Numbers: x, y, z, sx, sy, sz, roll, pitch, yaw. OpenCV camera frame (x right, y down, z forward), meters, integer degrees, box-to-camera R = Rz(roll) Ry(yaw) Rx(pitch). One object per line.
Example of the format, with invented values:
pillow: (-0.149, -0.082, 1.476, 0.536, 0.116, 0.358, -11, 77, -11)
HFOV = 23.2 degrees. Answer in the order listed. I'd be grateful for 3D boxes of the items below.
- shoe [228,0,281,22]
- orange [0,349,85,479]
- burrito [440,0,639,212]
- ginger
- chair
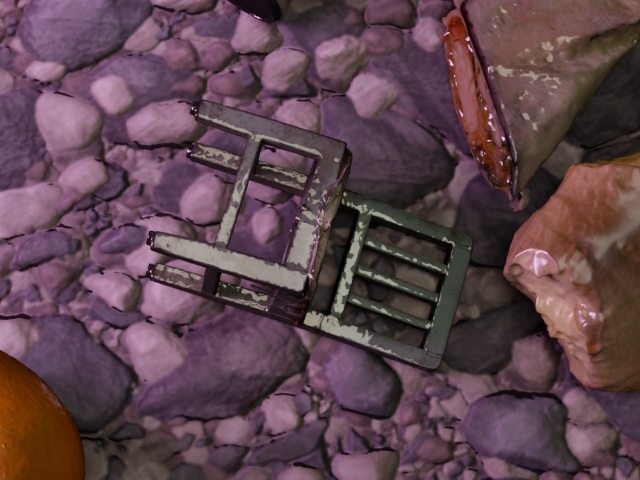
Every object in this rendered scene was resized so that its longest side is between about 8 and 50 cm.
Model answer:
shoe: (-0.093, -0.258, 1.391, 0.159, 0.062, 0.053, 32, 72, 4)
orange: (-0.300, 0.183, 1.196, 0.240, 0.171, 0.240, 2, 76, -7)
burrito: (0.206, -0.198, 1.401, 0.175, 0.107, 0.348, 33, 72, 16)
ginger: (0.289, 0.020, 1.351, 0.275, 0.130, 0.221, -1, 88, -10)
chair: (0.000, 0.000, 1.299, 0.270, 0.147, 0.136, 19, 74, -2)
